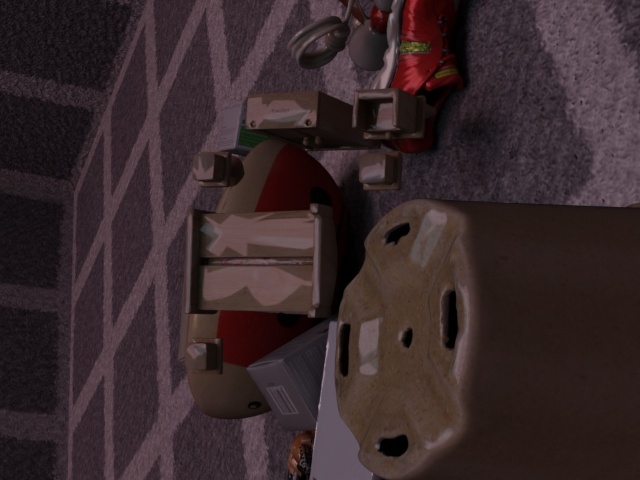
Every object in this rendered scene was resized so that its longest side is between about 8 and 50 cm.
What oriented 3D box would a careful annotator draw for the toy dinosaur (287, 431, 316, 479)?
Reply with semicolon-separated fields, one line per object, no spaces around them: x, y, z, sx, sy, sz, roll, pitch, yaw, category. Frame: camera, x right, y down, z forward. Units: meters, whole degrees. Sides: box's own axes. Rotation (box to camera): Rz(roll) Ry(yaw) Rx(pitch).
0.019;0.312;1.304;0.322;0.164;0.218;-46;-44;-69;toy dinosaur

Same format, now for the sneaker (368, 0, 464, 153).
0.152;-0.247;1.369;0.118;0.107;0.279;35;118;44;sneaker

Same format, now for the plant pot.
0.191;0.095;0.850;0.334;0.305;0.333;-170;90;-66;plant pot

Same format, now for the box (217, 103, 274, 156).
-0.130;-0.206;1.955;0.102;0.101;0.087;2;83;65;box

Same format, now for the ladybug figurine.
-0.068;0.062;1.550;0.305;0.162;0.449;7;-85;-69;ladybug figurine

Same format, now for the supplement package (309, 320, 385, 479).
0.118;0.196;1.108;0.149;0.203;0.194;177;101;-66;supplement package

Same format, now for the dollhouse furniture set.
0.000;0.000;1.312;0.303;0.174;0.355;0;86;29;dollhouse furniture set

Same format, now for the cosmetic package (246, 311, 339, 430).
0.048;0.132;1.239;0.107;0.238;0.127;59;154;-2;cosmetic package

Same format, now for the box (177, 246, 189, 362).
-0.209;0.103;2.006;0.094;0.113;0.275;-31;54;59;box

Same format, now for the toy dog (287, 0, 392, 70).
0.080;-0.398;1.438;0.333;0.220;0.161;-47;56;44;toy dog
